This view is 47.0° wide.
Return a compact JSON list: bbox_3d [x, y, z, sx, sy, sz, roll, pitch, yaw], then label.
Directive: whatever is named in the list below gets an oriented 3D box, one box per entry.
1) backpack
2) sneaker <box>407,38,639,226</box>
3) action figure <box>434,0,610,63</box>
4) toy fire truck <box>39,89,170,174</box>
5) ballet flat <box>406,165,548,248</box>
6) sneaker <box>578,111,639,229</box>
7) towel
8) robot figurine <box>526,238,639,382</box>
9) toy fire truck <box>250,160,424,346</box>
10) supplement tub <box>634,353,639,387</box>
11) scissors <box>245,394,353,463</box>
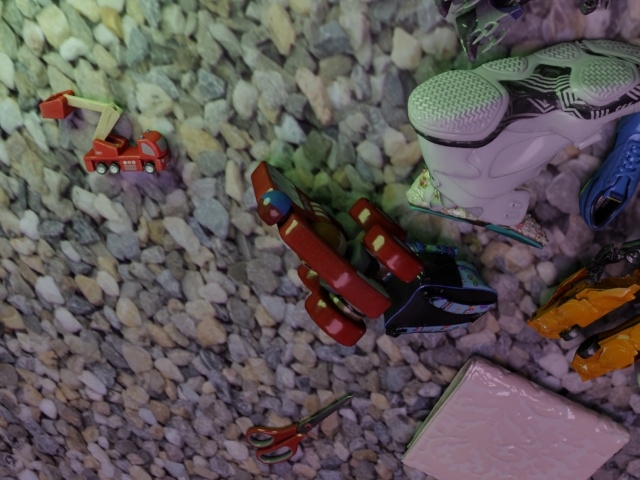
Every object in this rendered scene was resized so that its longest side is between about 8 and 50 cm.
[{"bbox_3d":[0.199,0.084,1.231,0.173,0.117,0.158,5,143,-24],"label":"backpack"},{"bbox_3d":[0.306,-0.149,1.041,0.365,0.137,0.210,-11,133,-2],"label":"sneaker"},{"bbox_3d":[0.291,-0.349,0.935,0.285,0.099,0.185,-24,132,33],"label":"action figure"},{"bbox_3d":[-0.351,-0.179,1.215,0.192,0.047,0.135,0,122,11],"label":"toy fire truck"},{"bbox_3d":[0.255,-0.055,1.158,0.241,0.091,0.077,17,92,-5],"label":"ballet flat"},{"bbox_3d":[0.450,-0.106,1.080,0.069,0.082,0.209,21,123,0],"label":"sneaker"},{"bbox_3d":[0.370,0.395,1.442,0.332,0.053,0.317,25,125,-4],"label":"towel"},{"bbox_3d":[0.477,0.106,1.157,0.211,0.085,0.291,46,136,1],"label":"robot figurine"},{"bbox_3d":[0.000,0.000,1.118,0.254,0.302,0.169,37,102,-18],"label":"toy fire truck"},{"bbox_3d":[0.696,0.231,1.157,0.325,0.235,0.235,-26,114,25],"label":"supplement tub"},{"bbox_3d":[-0.030,0.401,1.549,0.297,0.021,0.109,-26,112,24],"label":"scissors"}]
